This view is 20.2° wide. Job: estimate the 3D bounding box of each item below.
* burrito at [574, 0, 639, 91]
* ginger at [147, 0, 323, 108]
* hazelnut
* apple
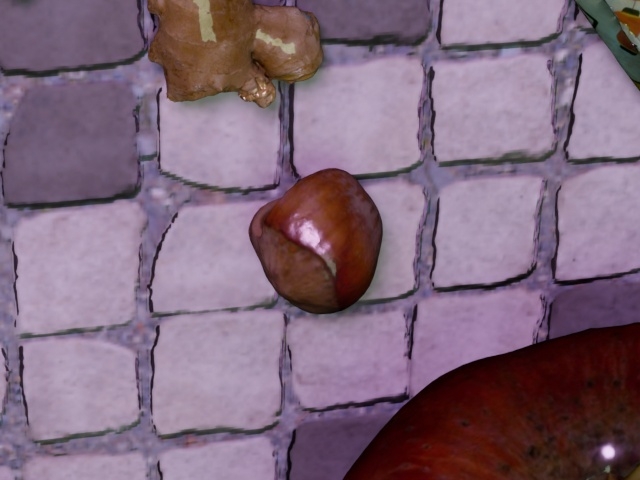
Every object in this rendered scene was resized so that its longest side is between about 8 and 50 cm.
[{"bbox_3d":[0.182,-0.168,1.005,0.104,0.054,0.288,-38,121,7],"label":"burrito"},{"bbox_3d":[-0.086,-0.152,0.944,0.193,0.052,0.176,-2,124,-13],"label":"ginger"},{"bbox_3d":[0.000,0.000,1.044,0.086,0.086,0.086,-7,120,-11],"label":"hazelnut"},{"bbox_3d":[0.173,0.227,1.098,0.328,0.295,0.365,-12,128,23],"label":"apple"}]
